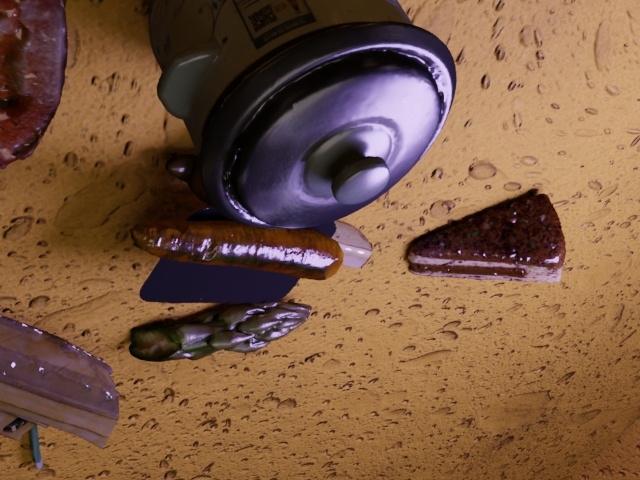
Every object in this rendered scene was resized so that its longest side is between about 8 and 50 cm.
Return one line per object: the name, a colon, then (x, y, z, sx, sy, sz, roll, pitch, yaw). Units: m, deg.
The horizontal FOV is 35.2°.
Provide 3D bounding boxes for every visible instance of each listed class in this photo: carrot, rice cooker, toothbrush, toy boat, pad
carrot: (-0.098, 0.006, 1.213, 0.314, 0.066, 0.066, 8, 134, -42)
rice cooker: (-0.021, -0.159, 0.983, 0.317, 0.316, 0.264, 5, 137, -40)
toothbrush: (-0.449, 0.295, 1.581, 0.024, 0.018, 0.257, -10, 144, -19)
toy boat: (-0.422, 0.200, 1.358, 0.162, 0.136, 0.445, -37, 147, 9)
pad: (-0.154, 0.060, 1.344, 0.250, 0.055, 0.323, 4, 151, -45)

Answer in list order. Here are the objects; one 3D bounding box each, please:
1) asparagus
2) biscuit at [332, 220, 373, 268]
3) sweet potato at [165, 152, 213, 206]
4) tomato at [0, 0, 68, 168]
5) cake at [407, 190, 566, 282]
asparagus: (-0.141, 0.137, 1.522, 0.287, 0.080, 0.080, -11, 145, -23)
biscuit: (0.000, 0.000, 1.446, 0.188, 0.056, 0.052, 14, 131, -44)
sweet potato: (-0.036, -0.097, 1.249, 0.310, 0.098, 0.124, -8, 165, -29)
tomato: (-0.373, -0.194, 0.829, 0.338, 0.143, 0.338, -14, 146, -10)
cake: (0.275, 0.032, 1.614, 0.246, 0.135, 0.112, -21, 148, -8)
